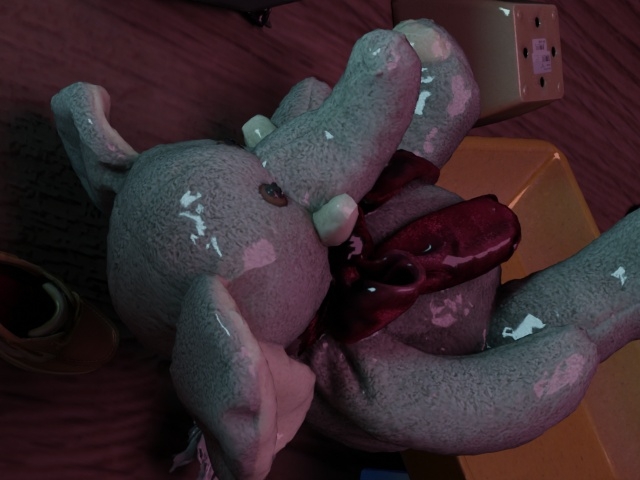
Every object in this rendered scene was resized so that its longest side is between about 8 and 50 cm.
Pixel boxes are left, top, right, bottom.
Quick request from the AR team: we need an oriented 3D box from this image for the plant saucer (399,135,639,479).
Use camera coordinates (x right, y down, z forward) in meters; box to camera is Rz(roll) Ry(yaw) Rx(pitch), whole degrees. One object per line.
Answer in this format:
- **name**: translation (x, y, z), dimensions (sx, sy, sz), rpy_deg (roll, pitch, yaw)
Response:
- **plant saucer**: translation (0.136, 0.086, 0.944), dimensions (0.333, 0.081, 0.332), rpy_deg (-4, 67, -52)

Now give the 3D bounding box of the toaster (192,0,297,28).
- **toaster**: translation (-0.052, -0.225, 0.754), dimensions (0.186, 0.110, 0.168), rpy_deg (0, 89, -53)

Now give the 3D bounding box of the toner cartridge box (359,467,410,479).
- **toner cartridge box**: translation (0.151, 0.283, 1.030), dimensions (0.348, 0.075, 0.165), rpy_deg (21, 70, -50)

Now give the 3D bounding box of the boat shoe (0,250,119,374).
- **boat shoe**: translation (-0.150, 0.039, 0.668), dimensions (0.135, 0.045, 0.050), rpy_deg (29, 66, -48)

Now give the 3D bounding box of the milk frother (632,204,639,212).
- **milk frother**: translation (0.405, 0.014, 1.323), dimensions (0.143, 0.135, 0.129), rpy_deg (49, 21, -43)

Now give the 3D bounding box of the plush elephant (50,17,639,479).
- **plush elephant**: translation (0.000, 0.000, 0.667), dimensions (0.330, 0.272, 0.255), rpy_deg (-41, 148, 3)

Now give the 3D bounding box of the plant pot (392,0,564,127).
- **plant pot**: translation (0.130, -0.143, 1.001), dimensions (0.109, 0.096, 0.109), rpy_deg (-12, 98, -52)
